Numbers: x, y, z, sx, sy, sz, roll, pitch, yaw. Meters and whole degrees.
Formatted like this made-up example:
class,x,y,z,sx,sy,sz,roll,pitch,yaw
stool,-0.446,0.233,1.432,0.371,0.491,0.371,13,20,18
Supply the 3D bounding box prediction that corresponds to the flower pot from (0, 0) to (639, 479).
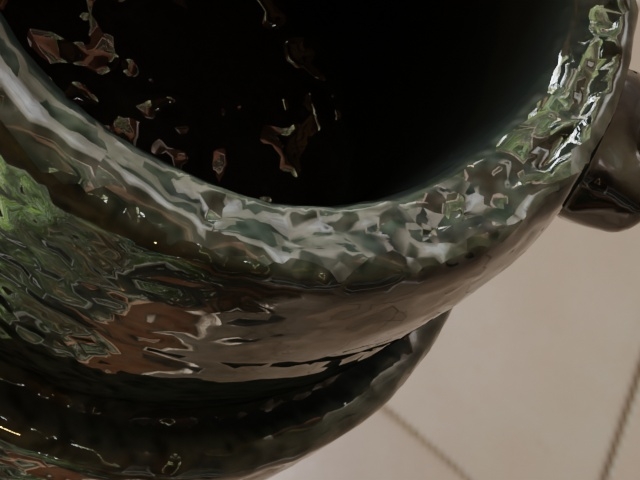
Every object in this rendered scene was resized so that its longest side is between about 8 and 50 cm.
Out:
class,x,y,z,sx,sy,sz,roll,pitch,yaw
flower pot,-0.047,-0.062,0.617,0.283,0.299,0.299,-43,59,58
